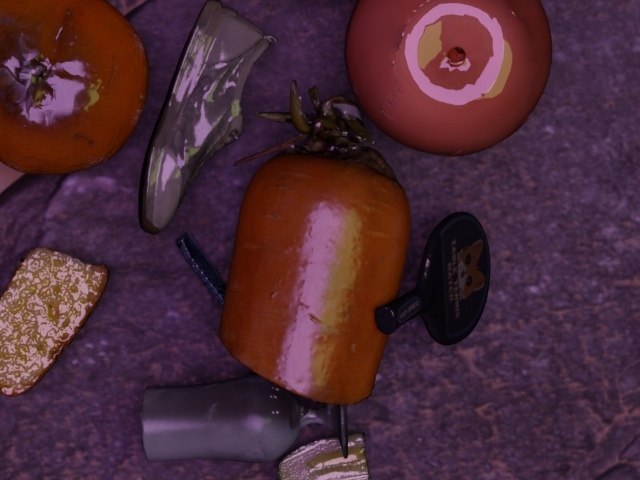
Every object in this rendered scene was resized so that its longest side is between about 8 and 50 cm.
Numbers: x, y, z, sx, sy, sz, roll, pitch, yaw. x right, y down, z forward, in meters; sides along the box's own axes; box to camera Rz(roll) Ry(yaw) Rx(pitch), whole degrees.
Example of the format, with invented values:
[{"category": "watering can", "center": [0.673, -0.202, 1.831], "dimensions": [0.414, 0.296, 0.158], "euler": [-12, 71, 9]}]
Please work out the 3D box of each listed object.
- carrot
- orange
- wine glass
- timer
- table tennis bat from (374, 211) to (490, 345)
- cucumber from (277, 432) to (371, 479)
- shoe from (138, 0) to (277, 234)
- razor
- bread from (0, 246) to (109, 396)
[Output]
[{"category": "carrot", "center": [0.000, 0.000, 1.817], "dimensions": [0.193, 0.214, 0.331], "euler": [11, 91, -19]}, {"category": "orange", "center": [-0.299, -0.181, 1.806], "dimensions": [0.224, 0.170, 0.224], "euler": [0, 95, -2]}, {"category": "wine glass", "center": [-0.085, 0.202, 1.865], "dimensions": [0.231, 0.103, 0.103], "euler": [-3, 93, 4]}, {"category": "timer", "center": [0.139, -0.207, 1.800], "dimensions": [0.229, 0.215, 0.230], "euler": [0, 98, 0]}, {"category": "table tennis bat", "center": [0.130, 0.053, 1.822], "dimensions": [0.027, 0.236, 0.150], "euler": [6, 108, 32]}, {"category": "cucumber", "center": [0.004, 0.265, 1.907], "dimensions": [0.107, 0.035, 0.067], "euler": [-9, 74, 0]}, {"category": "shoe", "center": [-0.135, -0.133, 1.849], "dimensions": [0.098, 0.103, 0.275], "euler": [21, 91, -5]}, {"category": "razor", "center": [-0.109, 0.074, 1.899], "dimensions": [0.066, 0.033, 0.190], "euler": [-32, 91, 41]}, {"category": "bread", "center": [-0.322, 0.085, 1.872], "dimensions": [0.103, 0.065, 0.187], "euler": [33, 93, -2]}]
